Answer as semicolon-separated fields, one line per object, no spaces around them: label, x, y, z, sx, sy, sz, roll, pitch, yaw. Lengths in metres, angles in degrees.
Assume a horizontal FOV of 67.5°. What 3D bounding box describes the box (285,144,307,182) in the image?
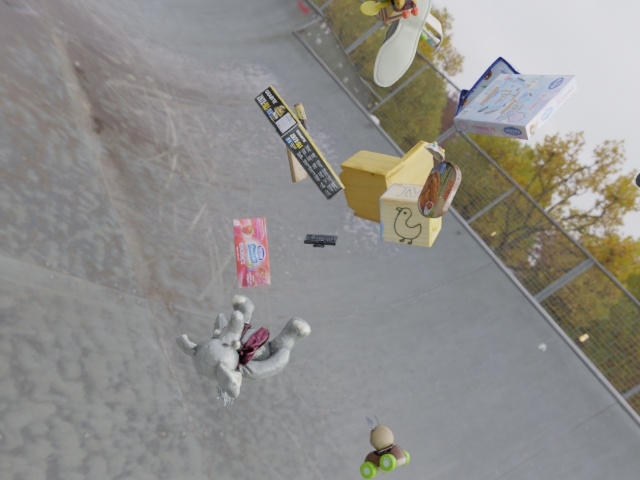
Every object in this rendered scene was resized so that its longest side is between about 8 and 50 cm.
box;-0.097;-0.343;1.932;0.164;0.021;0.201;-45;126;-69

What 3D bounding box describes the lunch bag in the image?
lunch bag;0.864;-0.722;2.454;0.239;0.385;0.328;47;31;12

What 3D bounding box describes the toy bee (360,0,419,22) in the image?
toy bee;0.203;-0.657;1.293;0.298;0.196;0.162;-9;82;-72

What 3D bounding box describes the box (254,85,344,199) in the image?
box;-0.066;-0.311;1.545;0.322;0.079;0.257;49;5;-48

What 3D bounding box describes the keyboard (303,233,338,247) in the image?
keyboard;0.000;0.000;2.618;0.108;0.180;0.023;-71;157;-44

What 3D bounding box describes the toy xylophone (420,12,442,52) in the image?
toy xylophone;0.420;-0.951;2.089;0.323;0.081;0.236;35;42;-17

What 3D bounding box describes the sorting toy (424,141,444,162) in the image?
sorting toy;0.423;-0.317;1.726;0.083;0.045;0.075;40;18;-15

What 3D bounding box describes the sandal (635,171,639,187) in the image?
sandal;1.160;-0.152;1.558;0.254;0.097;0.054;43;26;18

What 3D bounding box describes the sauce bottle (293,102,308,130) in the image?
sauce bottle;-0.086;-0.565;2.199;0.042;0.042;0.128;-58;129;-80

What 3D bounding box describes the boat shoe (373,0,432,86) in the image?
boat shoe;0.255;-0.637;1.528;0.109;0.304;0.091;22;16;-10

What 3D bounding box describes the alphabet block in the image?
alphabet block;0.352;-0.103;1.851;0.193;0.197;0.192;-46;136;-52

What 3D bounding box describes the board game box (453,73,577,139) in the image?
board game box;0.735;-0.518;1.823;0.318;0.319;0.065;27;-25;50

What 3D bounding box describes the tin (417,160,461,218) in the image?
tin;0.380;-0.159;1.530;0.040;0.189;0.106;10;20;-38

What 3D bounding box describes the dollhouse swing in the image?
dollhouse swing;0.312;-0.296;2.204;0.315;0.304;0.346;19;-29;30

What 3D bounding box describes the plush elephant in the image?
plush elephant;-0.240;0.297;1.326;0.272;0.329;0.255;26;-12;24

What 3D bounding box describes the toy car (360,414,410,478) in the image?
toy car;0.196;0.691;1.633;0.155;0.149;0.188;28;36;-56

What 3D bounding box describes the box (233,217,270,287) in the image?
box;-0.307;0.050;2.134;0.154;0.142;0.299;-170;-104;-81
